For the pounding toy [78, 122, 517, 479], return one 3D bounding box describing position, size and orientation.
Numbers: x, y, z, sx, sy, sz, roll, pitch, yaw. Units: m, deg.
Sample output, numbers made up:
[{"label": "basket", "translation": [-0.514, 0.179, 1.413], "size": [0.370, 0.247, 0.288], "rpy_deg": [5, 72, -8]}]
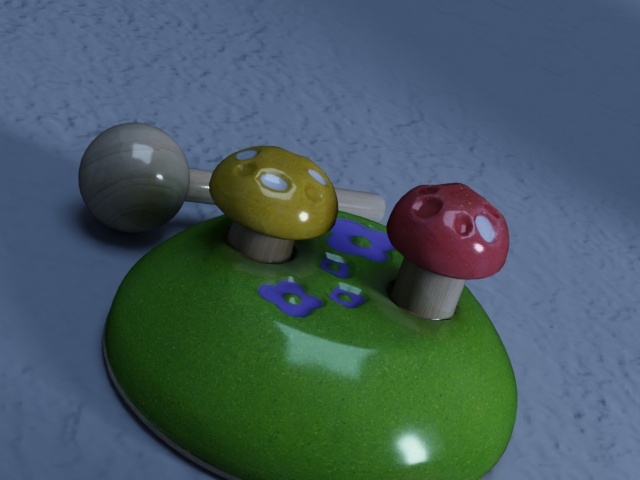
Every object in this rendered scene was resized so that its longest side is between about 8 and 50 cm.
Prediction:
[{"label": "pounding toy", "translation": [0.000, 0.000, 0.720], "size": [0.183, 0.110, 0.237], "rpy_deg": [3, 32, -24]}]
